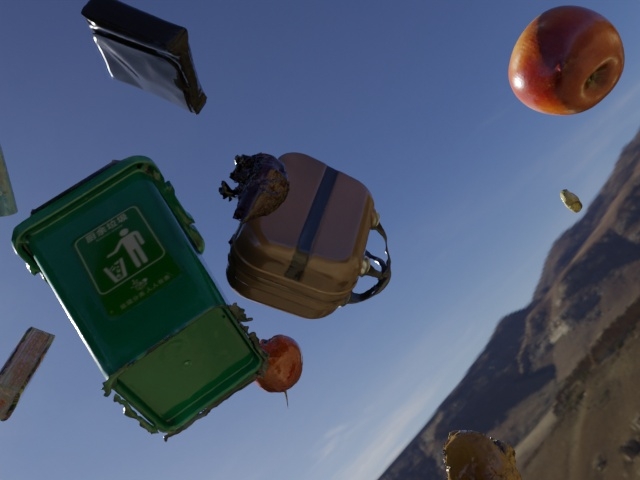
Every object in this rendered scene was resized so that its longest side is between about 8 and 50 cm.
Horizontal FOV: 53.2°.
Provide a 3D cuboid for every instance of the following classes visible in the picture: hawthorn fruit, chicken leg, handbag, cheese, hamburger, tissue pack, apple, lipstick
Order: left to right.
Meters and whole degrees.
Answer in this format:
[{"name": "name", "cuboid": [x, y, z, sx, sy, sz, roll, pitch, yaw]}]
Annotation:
[{"name": "lipstick", "cuboid": [-0.706, -0.133, 1.399, 0.048, 0.048, 0.157, -27, -60, -46]}, {"name": "tissue pack", "cuboid": [-0.568, 0.248, 1.199, 0.108, 0.060, 0.148, -51, 17, 34]}, {"name": "handbag", "cuboid": [-0.360, -0.390, 1.345, 0.080, 0.247, 0.223, -60, -14, -21]}, {"name": "chicken leg", "cuboid": [-0.095, -0.081, 0.937, 0.105, 0.063, 0.234, -46, 23, 2]}, {"name": "hawthorn fruit", "cuboid": [-0.086, 0.251, 1.292, 0.125, 0.140, 0.125, -53, 1, 2]}, {"name": "handbag", "cuboid": [0.000, 0.000, 1.119, 0.302, 0.283, 0.149, -71, 8, -52]}, {"name": "hamburger", "cuboid": [0.299, 0.468, 1.149, 0.124, 0.262, 0.131, 26, -38, -31]}, {"name": "apple", "cuboid": [0.370, -0.266, 0.958, 0.163, 0.139, 0.163, -25, -45, -28]}, {"name": "cheese", "cuboid": [0.510, -0.082, 1.303, 0.030, 0.044, 0.083, -48, -30, 17]}]

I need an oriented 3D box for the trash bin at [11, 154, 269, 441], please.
[{"name": "trash bin", "cuboid": [-0.266, 0.092, 0.988, 0.259, 0.381, 0.295, -34, -41, -10]}]
